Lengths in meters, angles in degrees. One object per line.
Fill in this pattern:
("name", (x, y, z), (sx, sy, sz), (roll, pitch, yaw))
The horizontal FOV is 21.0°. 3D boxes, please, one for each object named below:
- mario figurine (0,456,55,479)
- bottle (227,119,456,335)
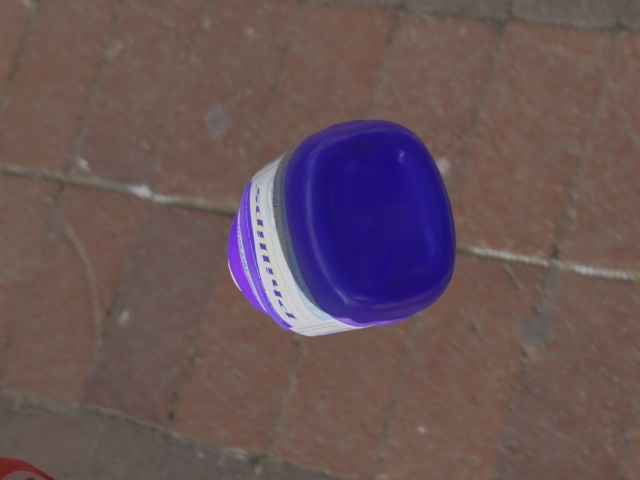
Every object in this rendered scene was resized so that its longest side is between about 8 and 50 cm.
("mario figurine", (-0.185, 0.208, 0.675), (0.170, 0.198, 0.320), (12, 46, 22))
("bottle", (0.000, 0.000, 1.083), (0.092, 0.283, 0.118), (-14, 89, -15))
